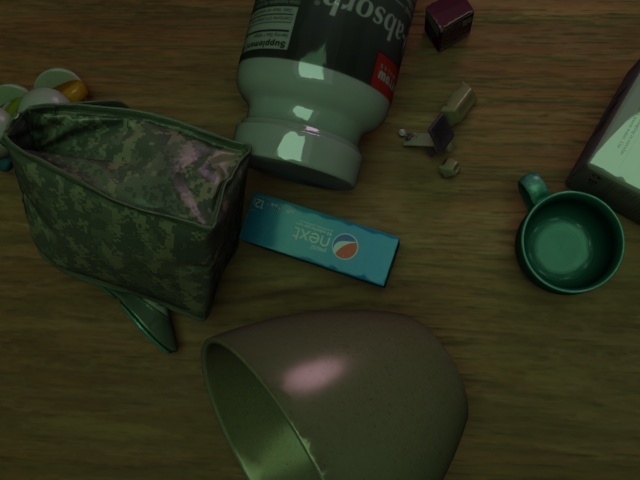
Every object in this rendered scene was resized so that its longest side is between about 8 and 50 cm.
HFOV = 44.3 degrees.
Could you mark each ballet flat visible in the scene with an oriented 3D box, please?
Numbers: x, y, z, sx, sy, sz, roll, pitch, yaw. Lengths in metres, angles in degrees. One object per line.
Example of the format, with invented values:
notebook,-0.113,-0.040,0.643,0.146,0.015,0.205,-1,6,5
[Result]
ballet flat,-0.265,0.068,1.108,0.213,0.072,0.068,41,85,10

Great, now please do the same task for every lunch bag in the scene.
lunch bag,-0.250,-0.048,1.006,0.287,0.235,0.169,18,55,2

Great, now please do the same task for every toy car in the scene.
toy car,-0.405,-0.157,1.127,0.182,0.159,0.136,-17,118,4

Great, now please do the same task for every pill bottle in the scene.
pill bottle,0.008,-0.263,1.044,0.210,0.210,0.363,13,86,8

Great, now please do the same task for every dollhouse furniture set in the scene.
dollhouse furniture set,0.171,-0.161,1.116,0.081,0.091,0.114,11,55,47

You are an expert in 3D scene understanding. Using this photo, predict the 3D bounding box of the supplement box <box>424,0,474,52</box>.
supplement box,0.177,-0.305,1.093,0.055,0.083,0.043,-30,81,1

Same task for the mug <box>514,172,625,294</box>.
mug,0.323,-0.006,1.035,0.129,0.097,0.158,2,83,7

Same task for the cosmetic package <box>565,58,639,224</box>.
cosmetic package,0.529,-0.075,0.991,0.365,0.155,0.197,31,88,8

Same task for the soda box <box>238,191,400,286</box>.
soda box,0.000,0.000,1.086,0.210,0.067,0.071,18,86,8

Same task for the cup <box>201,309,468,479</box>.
cup,0.037,0.214,0.961,0.237,0.331,0.331,-27,80,-24
